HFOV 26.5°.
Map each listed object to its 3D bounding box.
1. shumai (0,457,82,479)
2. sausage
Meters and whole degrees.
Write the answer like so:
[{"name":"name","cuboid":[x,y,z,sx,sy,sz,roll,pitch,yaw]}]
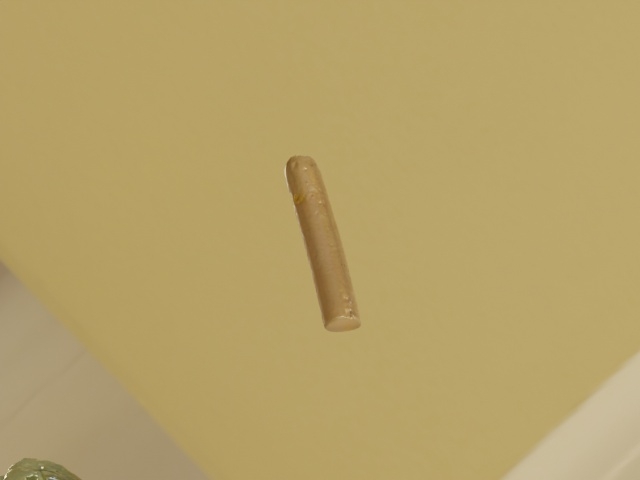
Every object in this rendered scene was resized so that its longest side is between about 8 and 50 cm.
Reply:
[{"name":"shumai","cuboid":[-0.469,0.523,2.252,0.304,0.309,0.263,-46,180,-22]},{"name":"sausage","cuboid":[0.001,0.001,2.123,0.065,0.066,0.301,-26,-117,27]}]
